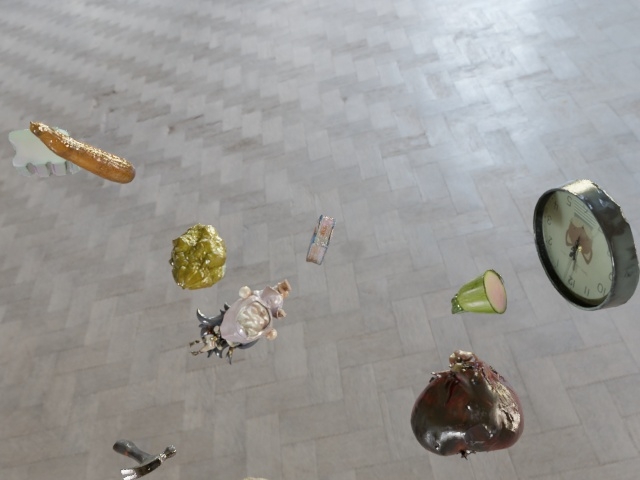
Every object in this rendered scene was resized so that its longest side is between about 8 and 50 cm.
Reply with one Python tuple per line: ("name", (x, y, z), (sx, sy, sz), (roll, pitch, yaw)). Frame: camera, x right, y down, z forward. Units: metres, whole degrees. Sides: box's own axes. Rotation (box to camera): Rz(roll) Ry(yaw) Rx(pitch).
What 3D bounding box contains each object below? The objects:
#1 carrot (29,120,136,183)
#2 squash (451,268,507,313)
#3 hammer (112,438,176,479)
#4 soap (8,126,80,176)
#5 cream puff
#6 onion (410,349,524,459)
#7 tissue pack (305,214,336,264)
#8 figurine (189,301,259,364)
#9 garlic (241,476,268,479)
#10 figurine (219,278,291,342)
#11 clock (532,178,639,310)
("carrot", (-0.473, -0.172, 1.086), (0.059, 0.248, 0.059), (-10, 69, 28))
("squash", (0.345, 0.130, 1.243), (0.132, 0.105, 0.105), (-22, 38, 42))
("hammer", (-0.532, 0.613, 1.549), (0.137, 0.037, 0.290), (-25, 9, -39))
("soap", (-0.687, -0.218, 1.363), (0.145, 0.091, 0.230), (-10, 4, -25))
("cream puff", (-0.273, 0.040, 1.161), (0.146, 0.146, 0.116), (30, 28, 36))
("onion", (0.355, 0.426, 1.351), (0.281, 0.281, 0.221), (-8, 22, 11))
("tissue pack", (0.000, 0.000, 1.801), (0.065, 0.155, 0.115), (17, 64, 0))
("figurine", (-0.352, 0.338, 2.045), (0.265, 0.175, 0.197), (-2, 47, 3))
("garlic", (-0.192, 0.815, 1.594), (0.152, 0.228, 0.228), (-22, 40, 34))
("figurine", (-0.202, 0.227, 1.758), (0.276, 0.200, 0.133), (-39, 16, -36))
("clock", (0.633, 0.014, 1.322), (0.067, 0.325, 0.325), (-15, 46, -7))
